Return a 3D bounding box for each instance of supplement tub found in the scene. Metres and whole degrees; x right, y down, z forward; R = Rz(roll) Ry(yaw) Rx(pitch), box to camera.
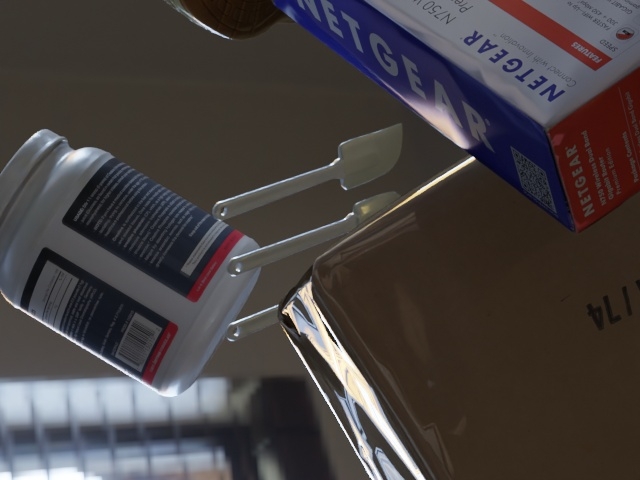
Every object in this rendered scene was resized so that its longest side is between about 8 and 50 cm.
[{"bbox_3d":[-0.216,0.022,2.005,0.191,0.272,0.191,-59,177,-4],"label":"supplement tub"}]

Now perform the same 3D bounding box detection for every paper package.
[{"bbox_3d":[0.184,0.071,1.213,0.309,0.325,0.168,58,-13,4],"label":"paper package"}]

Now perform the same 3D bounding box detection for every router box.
[{"bbox_3d":[0.161,-0.188,1.152,0.335,0.301,0.082,43,-18,46],"label":"router box"}]

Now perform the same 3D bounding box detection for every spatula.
[{"bbox_3d":[0.000,0.000,1.792,0.019,0.242,0.168,19,-59,43],"label":"spatula"}]

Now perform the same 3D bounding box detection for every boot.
[{"bbox_3d":[-0.116,-0.236,1.491,0.203,0.262,0.095,23,-72,20],"label":"boot"}]
